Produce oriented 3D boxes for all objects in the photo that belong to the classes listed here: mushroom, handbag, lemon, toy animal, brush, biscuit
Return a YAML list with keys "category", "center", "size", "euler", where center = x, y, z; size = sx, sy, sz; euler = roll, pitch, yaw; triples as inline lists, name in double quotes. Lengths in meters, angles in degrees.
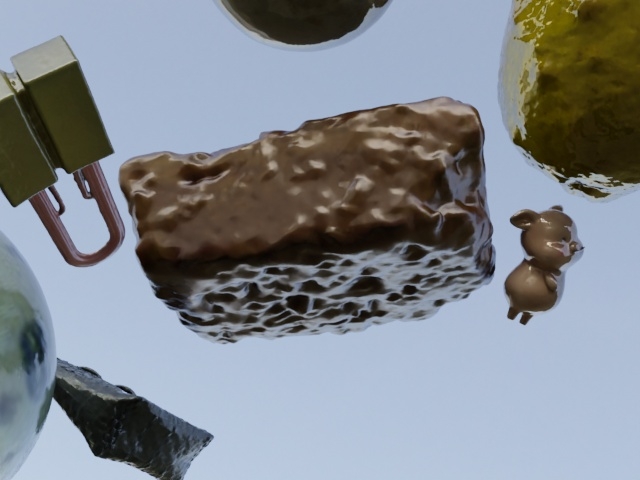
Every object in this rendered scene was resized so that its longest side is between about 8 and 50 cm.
- category: "mushroom"
  center: [-0.020, -0.312, 1.016]
  size: [0.226, 0.178, 0.226]
  euler: [9, -47, 10]
- category: "handbag"
  center: [-0.258, 0.227, 1.266]
  size: [0.175, 0.088, 0.270]
  euler: [30, -9, 37]
- category: "lemon"
  center: [0.339, -0.209, 1.101]
  size: [0.285, 0.285, 0.316]
  euler: [31, -61, -3]
- category: "toy animal"
  center: [0.254, 0.026, 1.124]
  size: [0.089, 0.083, 0.150]
  euler: [16, -89, 14]
- category: "brush"
  center: [-0.218, -0.051, 0.820]
  size: [0.047, 0.103, 0.233]
  euler: [48, -19, 37]
- category: "biscuit"
  center: [0.000, 0.000, 1.113]
  size: [0.395, 0.166, 0.342]
  euler: [-11, -25, 4]

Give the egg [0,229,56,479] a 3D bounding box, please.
- category: "egg"
  center: [-0.440, 0.117, 0.976]
  size: [0.428, 0.345, 0.345]
  euler: [22, -38, 47]
